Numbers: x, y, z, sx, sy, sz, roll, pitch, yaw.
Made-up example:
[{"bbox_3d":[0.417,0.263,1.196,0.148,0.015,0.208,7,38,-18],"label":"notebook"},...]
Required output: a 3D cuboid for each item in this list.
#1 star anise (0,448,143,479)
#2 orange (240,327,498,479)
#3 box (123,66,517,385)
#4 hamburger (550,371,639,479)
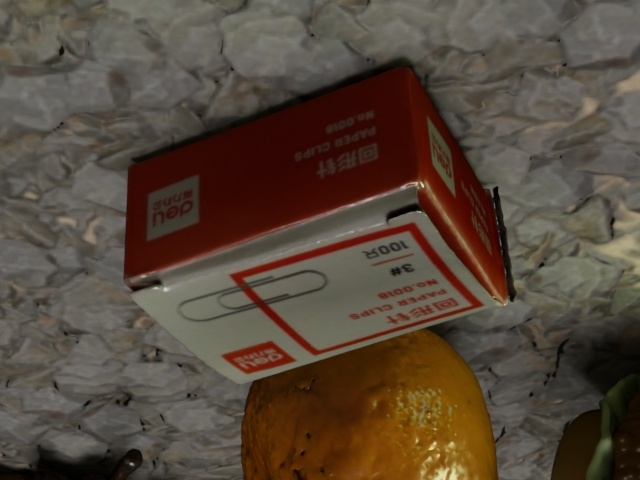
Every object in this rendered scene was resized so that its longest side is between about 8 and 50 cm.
[{"bbox_3d":[-0.161,0.216,1.107,0.234,0.073,0.177,-13,137,40],"label":"star anise"},{"bbox_3d":[0.033,0.141,0.939,0.161,0.193,0.193,-2,144,-13],"label":"orange"},{"bbox_3d":[0.000,0.000,0.818,0.182,0.099,0.133,-17,143,18],"label":"box"},{"bbox_3d":[0.298,0.199,0.969,0.212,0.274,0.274,-20,141,32],"label":"hamburger"}]
